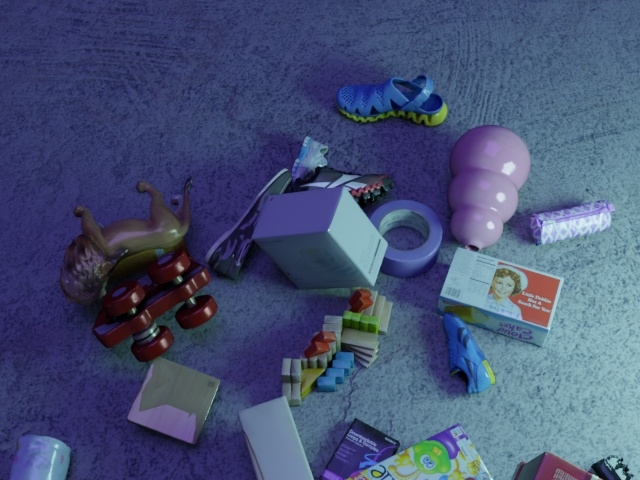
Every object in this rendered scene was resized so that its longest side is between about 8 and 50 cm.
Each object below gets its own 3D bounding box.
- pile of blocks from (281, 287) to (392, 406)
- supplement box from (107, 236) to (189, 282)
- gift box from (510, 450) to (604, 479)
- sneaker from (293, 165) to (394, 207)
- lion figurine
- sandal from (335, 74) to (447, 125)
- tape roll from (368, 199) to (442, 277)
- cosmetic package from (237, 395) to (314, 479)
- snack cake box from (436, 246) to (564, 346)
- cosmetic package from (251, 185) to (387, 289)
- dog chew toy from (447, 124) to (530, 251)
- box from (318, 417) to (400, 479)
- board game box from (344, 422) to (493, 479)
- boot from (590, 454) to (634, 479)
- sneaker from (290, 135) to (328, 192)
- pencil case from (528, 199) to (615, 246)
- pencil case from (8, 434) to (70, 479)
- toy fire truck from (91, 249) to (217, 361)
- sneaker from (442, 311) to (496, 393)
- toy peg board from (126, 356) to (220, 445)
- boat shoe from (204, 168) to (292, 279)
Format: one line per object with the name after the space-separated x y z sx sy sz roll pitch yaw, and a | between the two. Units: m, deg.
0.044 0.241 1.909 0.149 0.112 0.362 32 64 22 | pile of blocks
-0.460 0.026 2.103 0.234 0.080 0.078 -21 55 -7 | supplement box
0.463 0.580 1.561 0.276 0.258 0.255 32 71 11 | gift box
0.051 -0.143 2.162 0.276 0.097 0.135 -16 76 -7 | sneaker
-0.453 -0.008 1.986 0.392 0.142 0.240 -27 48 -4 | lion figurine
0.199 -0.410 2.326 0.318 0.138 0.126 1 58 6 | sandal
0.210 -0.005 2.085 0.189 0.080 0.189 -2 56 3 | tape roll
-0.071 0.502 1.711 0.113 0.160 0.309 -18 56 -8 | cosmetic package
0.427 0.132 1.975 0.264 0.089 0.152 17 57 14 | snack cake box
0.000 0.000 1.960 0.224 0.224 0.138 -5 49 36 | cosmetic package
0.414 -0.126 2.091 0.207 0.206 0.331 11 65 11 | dog chew toy
0.086 0.480 1.795 0.116 0.029 0.162 25 60 18 | box
0.188 0.509 1.681 0.275 0.142 0.144 -22 64 -16 | board game box
0.604 0.512 1.735 0.121 0.045 0.099 -18 59 -17 | boot
-0.027 -0.201 2.239 0.083 0.071 0.190 15 58 6 | sneaker
0.628 -0.048 2.086 0.206 0.088 0.086 -13 58 -7 | pencil case
-0.615 0.547 1.738 0.124 0.113 0.273 -5 55 12 | pencil case
-0.404 0.141 1.965 0.302 0.169 0.254 -35 21 -18 | toy fire truck
0.321 0.258 1.909 0.082 0.069 0.209 -22 58 -7 | sneaker
-0.333 0.372 1.875 0.161 0.079 0.161 21 58 -2 | toy peg board
-0.160 -0.038 2.121 0.095 0.112 0.335 37 70 5 | boat shoe
